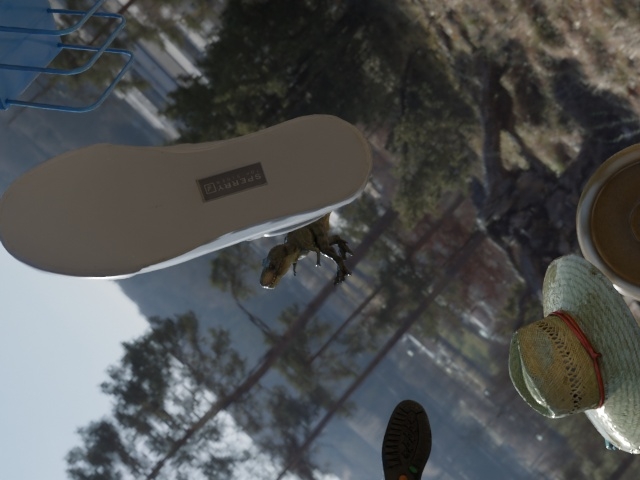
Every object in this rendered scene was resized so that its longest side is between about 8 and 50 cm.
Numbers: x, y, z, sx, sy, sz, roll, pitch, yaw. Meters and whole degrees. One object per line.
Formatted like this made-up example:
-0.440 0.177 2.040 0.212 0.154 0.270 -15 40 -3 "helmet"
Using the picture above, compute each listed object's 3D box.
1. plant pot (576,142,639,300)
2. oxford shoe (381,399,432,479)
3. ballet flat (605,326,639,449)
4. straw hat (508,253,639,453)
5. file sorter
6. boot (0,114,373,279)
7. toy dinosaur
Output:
0.478 -0.025 1.129 0.236 0.236 0.032 39 -159 23 "plant pot"
0.130 0.378 1.324 0.083 0.227 0.096 13 157 -4 "oxford shoe"
0.551 0.258 1.443 0.087 0.247 0.083 31 -156 28 "ballet flat"
0.165 0.087 0.554 0.144 0.061 0.144 163 90 -80 "straw hat"
-0.249 -0.219 0.731 0.104 0.118 0.170 7 135 12 "file sorter"
-0.093 -0.022 0.590 0.123 0.258 0.095 131 127 -75 "boot"
0.000 0.000 1.221 0.118 0.268 0.064 46 128 -13 "toy dinosaur"
